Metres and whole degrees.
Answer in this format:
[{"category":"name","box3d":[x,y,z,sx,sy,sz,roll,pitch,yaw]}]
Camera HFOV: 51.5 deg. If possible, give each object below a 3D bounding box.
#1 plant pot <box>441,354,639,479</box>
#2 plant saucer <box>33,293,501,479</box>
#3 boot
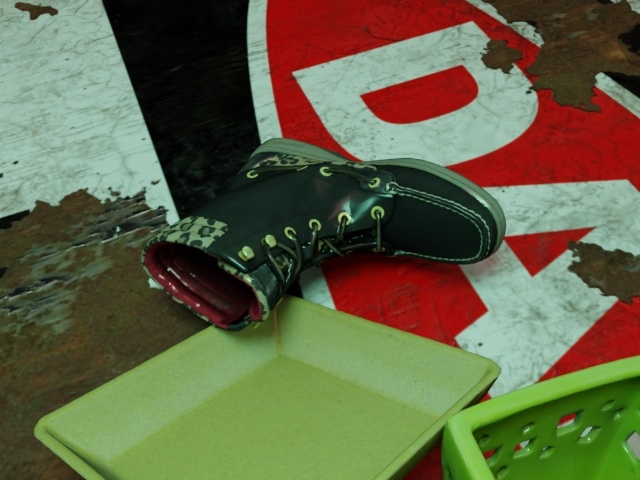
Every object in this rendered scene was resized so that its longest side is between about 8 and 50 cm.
[{"category":"plant pot","box3d":[0.236,0.263,0.562,0.228,0.207,0.227,-13,46,-15]},{"category":"plant saucer","box3d":[-0.048,0.182,0.646,0.333,0.081,0.333,13,30,43]},{"category":"boot","box3d":[0.000,0.000,0.801,0.377,0.138,0.284,20,40,26]}]
